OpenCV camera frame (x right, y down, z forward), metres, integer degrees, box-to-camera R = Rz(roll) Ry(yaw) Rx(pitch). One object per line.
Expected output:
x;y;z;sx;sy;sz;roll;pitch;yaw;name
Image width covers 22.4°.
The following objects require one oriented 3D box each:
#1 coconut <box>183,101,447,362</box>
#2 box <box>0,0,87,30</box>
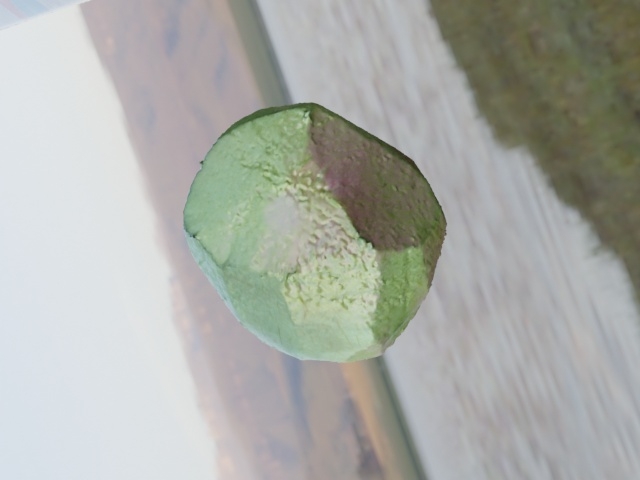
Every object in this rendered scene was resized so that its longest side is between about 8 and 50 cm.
0.000;0.000;0.536;0.081;0.083;0.082;60;-169;-68;coconut
-0.192;-0.240;0.604;0.344;0.122;0.385;40;171;-18;box
